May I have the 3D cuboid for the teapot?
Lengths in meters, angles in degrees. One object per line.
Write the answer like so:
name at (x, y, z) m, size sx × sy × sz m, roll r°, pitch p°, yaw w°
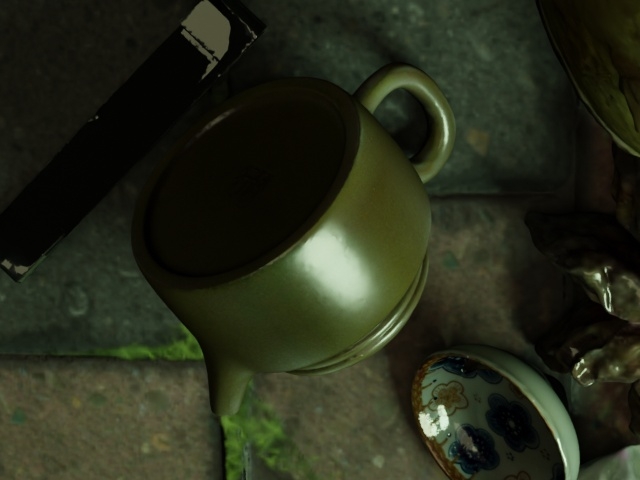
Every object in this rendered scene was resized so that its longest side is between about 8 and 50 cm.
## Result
teapot at (0.000, 0.000, 1.183) m, size 0.267 × 0.186 × 0.175 m, roll -49°, pitch 132°, yaw -10°

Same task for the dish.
dish at (0.141, 0.121, 1.244) m, size 0.141 × 0.078 × 0.141 m, roll 31°, pitch 138°, yaw 32°

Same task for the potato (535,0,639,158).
potato at (0.354, -0.194, 0.971) m, size 0.442 × 0.319 × 0.385 m, roll -5°, pitch 100°, yaw -6°

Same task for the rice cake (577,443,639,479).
rice cake at (0.303, 0.314, 1.275) m, size 0.070 × 0.064 × 0.399 m, roll -23°, pitch 103°, yaw 41°

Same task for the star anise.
star anise at (0.252, 0.039, 1.190) m, size 0.236 × 0.109 × 0.223 m, roll 36°, pitch 111°, yaw -6°

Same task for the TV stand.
TV stand at (-0.143, -0.073, 1.237) m, size 0.049 × 0.040 × 0.256 m, roll 44°, pitch 106°, yaw -6°
